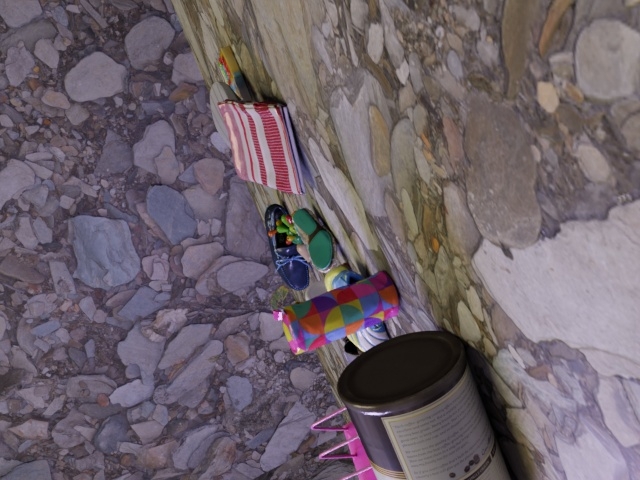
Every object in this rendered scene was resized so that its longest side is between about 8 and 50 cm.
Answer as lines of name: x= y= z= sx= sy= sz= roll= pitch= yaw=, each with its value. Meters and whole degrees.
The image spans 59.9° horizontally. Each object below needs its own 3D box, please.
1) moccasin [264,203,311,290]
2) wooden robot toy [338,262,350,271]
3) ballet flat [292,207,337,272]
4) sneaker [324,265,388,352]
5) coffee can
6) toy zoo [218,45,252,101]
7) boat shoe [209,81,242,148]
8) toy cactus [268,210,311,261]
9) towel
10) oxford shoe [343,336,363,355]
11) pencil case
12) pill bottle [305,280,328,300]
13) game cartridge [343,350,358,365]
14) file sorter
moccasin: x=-0.133 y=0.030 z=2.068 sx=0.342 sy=0.138 sz=0.117 roll=65 pitch=166 yaw=-4
wooden robot toy: x=0.064 y=0.097 z=1.416 sx=0.173 sy=0.076 sz=0.079 roll=137 pitch=144 yaw=-80
ballet flat: x=0.000 y=0.000 z=1.469 sx=0.077 sy=0.091 sz=0.241 roll=32 pitch=-158 yaw=-44
sneaker: x=0.096 y=0.166 z=1.262 sx=0.240 sy=0.091 sz=0.126 roll=56 pitch=160 yaw=-7
coffee can: x=0.168 y=0.310 z=0.863 sx=0.275 sy=0.201 sz=0.201 roll=67 pitch=171 yaw=-12
toy zoo: x=-0.278 y=-0.517 z=1.810 sx=0.293 sy=0.030 sz=0.192 roll=-155 pitch=41 yaw=-76
boat shoe: x=-0.221 y=-0.332 z=1.672 sx=0.121 sy=0.119 sz=0.335 roll=-40 pitch=75 yaw=49
toy cactus: x=-0.084 y=-0.005 z=1.857 sx=0.180 sy=0.112 sz=0.219 roll=56 pitch=162 yaw=1
towel: x=-0.161 y=-0.248 z=1.459 sx=0.329 sy=0.037 sz=0.237 roll=22 pitch=132 yaw=52
oxford shoe: x=0.095 y=0.250 z=1.459 sx=0.082 sy=0.096 sz=0.227 roll=65 pitch=173 yaw=-7
pencil case: x=0.033 y=0.136 z=1.076 sx=0.104 sy=0.236 sz=0.104 roll=164 pitch=90 yaw=-76
pill bottle: x=0.017 y=0.223 z=1.802 sx=0.103 sy=0.103 sz=0.184 roll=57 pitch=168 yaw=44
game cartridge: x=0.163 y=0.437 z=1.673 sx=0.230 sy=0.068 sz=0.355 roll=61 pitch=170 yaw=3
file sorter: x=0.124 y=0.514 z=1.230 sx=0.182 sy=0.202 sz=0.290 roll=21 pitch=-140 yaw=-47
